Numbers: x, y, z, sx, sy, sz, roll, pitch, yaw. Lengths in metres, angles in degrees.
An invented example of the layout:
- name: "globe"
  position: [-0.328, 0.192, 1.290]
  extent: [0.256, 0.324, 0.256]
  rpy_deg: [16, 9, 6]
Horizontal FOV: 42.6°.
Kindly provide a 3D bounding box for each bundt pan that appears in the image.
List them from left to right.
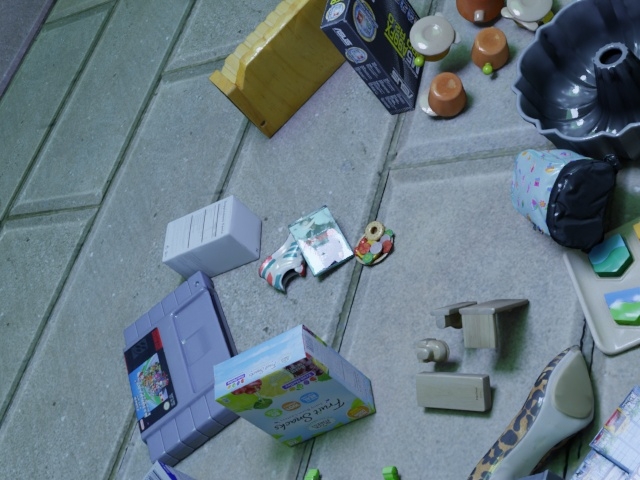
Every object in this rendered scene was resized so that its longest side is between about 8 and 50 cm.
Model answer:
- name: "bundt pan"
  position: [0.487, -0.261, 1.324]
  extent: [0.330, 0.124, 0.331]
  rpy_deg: [-22, 48, 26]

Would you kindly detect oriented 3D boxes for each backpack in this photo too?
- name: "backpack"
  position: [0.365, -0.078, 1.248]
  extent: [0.182, 0.115, 0.152]
  rpy_deg: [-107, 29, -70]

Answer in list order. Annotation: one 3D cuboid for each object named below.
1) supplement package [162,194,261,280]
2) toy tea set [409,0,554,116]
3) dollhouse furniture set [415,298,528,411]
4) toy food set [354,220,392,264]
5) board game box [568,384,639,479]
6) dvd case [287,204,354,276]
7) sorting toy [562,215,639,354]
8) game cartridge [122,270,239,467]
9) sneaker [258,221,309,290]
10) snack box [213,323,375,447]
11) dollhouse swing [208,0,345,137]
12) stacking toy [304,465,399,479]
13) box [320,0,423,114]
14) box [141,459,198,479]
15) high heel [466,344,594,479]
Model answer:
- name: "supplement package"
  position: [-0.226, 0.000, 1.716]
  extent: [0.179, 0.105, 0.105]
  rpy_deg: [-21, 48, 25]
- name: "toy tea set"
  position: [0.294, -0.389, 1.617]
  extent: [0.200, 0.124, 0.336]
  rpy_deg: [41, 84, 19]
- name: "dollhouse furniture set"
  position: [0.235, 0.172, 1.269]
  extent: [0.144, 0.123, 0.151]
  rpy_deg: [-4, 92, 37]
- name: "toy food set"
  position: [0.098, 0.008, 1.511]
  extent: [0.083, 0.020, 0.082]
  rpy_deg: [-46, 42, 0]
- name: "board game box"
  position: [0.413, 0.309, 0.995]
  extent: [0.194, 0.060, 0.194]
  rpy_deg: [-51, 41, -5]
- name: "dvd case"
  position: [0.000, 0.000, 1.557]
  extent: [0.087, 0.013, 0.119]
  rpy_deg: [-28, 65, 0]
- name: "sorting toy"
  position: [0.467, 0.044, 1.171]
  extent: [0.208, 0.038, 0.193]
  rpy_deg: [-27, 45, 21]
- name: "game cartridge"
  position: [-0.273, 0.244, 1.606]
  extent: [0.230, 0.068, 0.355]
  rpy_deg: [-35, 43, 6]
- name: "sneaker"
  position: [-0.043, 0.030, 1.594]
  extent: [0.161, 0.057, 0.075]
  rpy_deg: [-47, 61, -5]
- name: "snack box"
  position: [-0.039, 0.237, 1.307]
  extent: [0.174, 0.207, 0.070]
  rpy_deg: [-28, 45, 21]
- name: "dollhouse swing"
  position: [-0.118, -0.475, 1.874]
  extent: [0.347, 0.315, 0.305]
  rpy_deg: [-45, 62, 2]
- name: "stacking toy"
  position: [0.029, 0.440, 1.213]
  extent: [0.166, 0.052, 0.221]
  rpy_deg: [-13, 51, 32]
- name: "box"
  position: [0.117, -0.419, 1.637]
  extent: [0.060, 0.270, 0.216]
  rpy_deg: [-9, 53, 36]
- name: "box"
  position: [-0.252, 0.456, 1.364]
  extent: [0.126, 0.137, 0.072]
  rpy_deg: [-53, 43, -7]
- name: "high heel"
  position: [0.277, 0.264, 1.141]
  extent: [0.186, 0.093, 0.261]
  rpy_deg: [-36, 19, 49]
